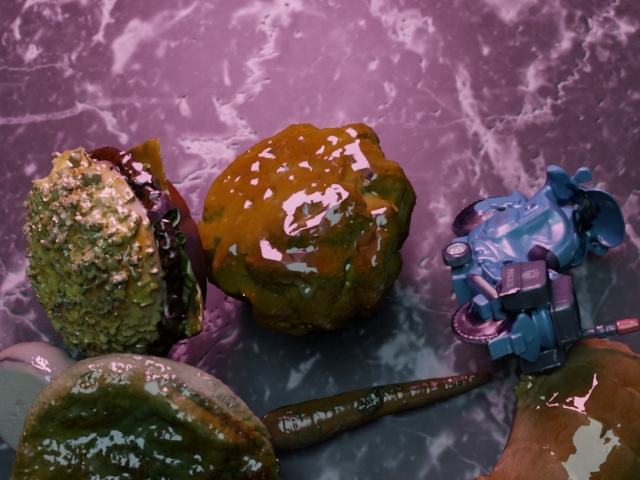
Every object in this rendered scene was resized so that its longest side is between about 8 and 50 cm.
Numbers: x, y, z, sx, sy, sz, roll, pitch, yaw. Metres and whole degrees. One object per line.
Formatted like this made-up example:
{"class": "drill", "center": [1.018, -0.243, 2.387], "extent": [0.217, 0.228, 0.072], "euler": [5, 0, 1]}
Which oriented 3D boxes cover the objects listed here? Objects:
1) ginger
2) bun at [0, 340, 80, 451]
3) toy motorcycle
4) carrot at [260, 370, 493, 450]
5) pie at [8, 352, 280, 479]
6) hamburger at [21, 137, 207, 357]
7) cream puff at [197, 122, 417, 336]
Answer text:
{"class": "ginger", "center": [0.240, 0.279, 1.263], "extent": [0.236, 0.166, 0.375], "euler": [33, 94, -11]}
{"class": "bun", "center": [-0.277, 0.160, 1.360], "extent": [0.138, 0.138, 0.094], "euler": [30, 37, 17]}
{"class": "toy motorcycle", "center": [0.220, 0.021, 1.320], "extent": [0.182, 0.124, 0.272], "euler": [-12, 32, 14]}
{"class": "carrot", "center": [0.057, 0.171, 1.353], "extent": [0.254, 0.049, 0.049], "euler": [-14, 66, -4]}
{"class": "pie", "center": [-0.177, 0.243, 1.267], "extent": [0.276, 0.078, 0.277], "euler": [0, 97, -1]}
{"class": "hamburger", "center": [-0.215, 0.027, 1.330], "extent": [0.138, 0.243, 0.262], "euler": [-19, 84, -34]}
{"class": "cream puff", "center": [-0.009, -0.012, 1.351], "extent": [0.244, 0.196, 0.244], "euler": [-2, 65, 5]}
